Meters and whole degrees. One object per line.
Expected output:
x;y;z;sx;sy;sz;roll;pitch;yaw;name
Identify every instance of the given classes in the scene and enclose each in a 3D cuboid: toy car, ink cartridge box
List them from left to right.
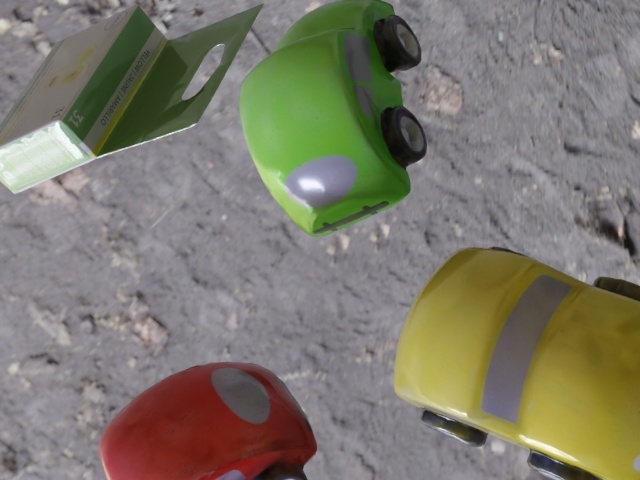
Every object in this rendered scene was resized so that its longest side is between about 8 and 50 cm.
-0.177;-0.140;1.060;0.235;0.171;0.056;-17;127;38;ink cartridge box
0.000;0.000;0.421;0.239;0.225;0.053;-24;143;31;toy car
